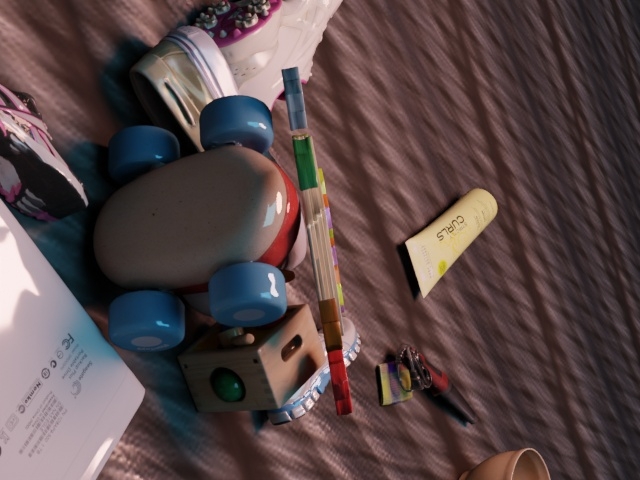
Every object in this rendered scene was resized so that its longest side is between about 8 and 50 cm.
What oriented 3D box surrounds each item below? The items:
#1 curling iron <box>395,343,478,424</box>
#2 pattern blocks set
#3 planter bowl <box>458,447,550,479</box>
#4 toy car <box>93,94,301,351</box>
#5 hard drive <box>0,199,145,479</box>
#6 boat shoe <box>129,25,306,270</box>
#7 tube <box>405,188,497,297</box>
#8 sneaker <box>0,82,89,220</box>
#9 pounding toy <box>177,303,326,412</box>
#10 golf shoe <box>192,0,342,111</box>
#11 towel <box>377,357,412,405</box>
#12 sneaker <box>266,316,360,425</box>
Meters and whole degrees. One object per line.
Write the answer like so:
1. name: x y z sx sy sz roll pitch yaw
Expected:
1. curling iron: 0.171 0.220 1.644 0.274 0.035 0.068 44 41 -53
2. pattern blocks set: 0.000 0.000 1.152 0.324 0.026 0.285 81 0 -54
3. planter bowl: 0.271 0.396 1.696 0.162 0.109 0.162 18 69 -54
4. toy car: -0.089 0.011 1.153 0.238 0.210 0.219 39 40 -58
5. hard drive: -0.300 0.093 0.939 0.353 0.047 0.233 60 39 -31
6. boat shoe: -0.115 -0.085 1.237 0.094 0.109 0.302 -38 113 -27
7. tube: 0.199 -0.005 1.726 0.070 0.062 0.240 40 41 10
8. sneaker: -0.267 -0.093 1.015 0.178 0.072 0.077 56 30 -43
9. pounding toy: -0.076 0.120 1.201 0.141 0.130 0.100 -40 116 -53
10. golf shoe: -0.046 -0.255 1.370 0.306 0.115 0.140 -46 132 -43
11. towel: 0.105 0.198 1.575 0.083 0.009 0.060 -4 87 -57
12. sneaker: -0.016 0.134 1.352 0.082 0.071 0.190 63 36 -17
